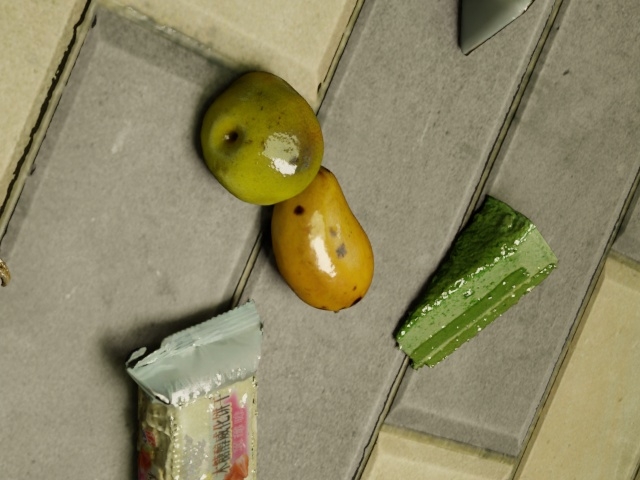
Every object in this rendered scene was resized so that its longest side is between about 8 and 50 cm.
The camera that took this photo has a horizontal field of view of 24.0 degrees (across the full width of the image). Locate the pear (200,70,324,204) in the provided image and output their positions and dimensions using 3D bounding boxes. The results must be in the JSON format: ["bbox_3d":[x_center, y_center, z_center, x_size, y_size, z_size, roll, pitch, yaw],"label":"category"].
[{"bbox_3d":[-0.052,-0.104,1.595,0.141,0.104,0.141,-24,125,-41],"label":"pear"}]

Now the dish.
[{"bbox_3d":[0.248,-0.344,1.776,0.080,0.182,0.243,43,70,-6],"label":"dish"}]

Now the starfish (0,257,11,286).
[{"bbox_3d":[-0.372,0.026,1.369,0.213,0.057,0.238,-26,129,-44],"label":"starfish"}]

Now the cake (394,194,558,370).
[{"bbox_3d":[0.199,0.069,1.922,0.235,0.099,0.100,-53,134,-12],"label":"cake"}]

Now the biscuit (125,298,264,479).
[{"bbox_3d":[-0.140,0.233,1.673,0.186,0.079,0.309,-18,121,-41],"label":"biscuit"}]

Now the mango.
[{"bbox_3d":[-0.001,0.003,1.700,0.115,0.090,0.178,-51,133,-30],"label":"mango"}]
